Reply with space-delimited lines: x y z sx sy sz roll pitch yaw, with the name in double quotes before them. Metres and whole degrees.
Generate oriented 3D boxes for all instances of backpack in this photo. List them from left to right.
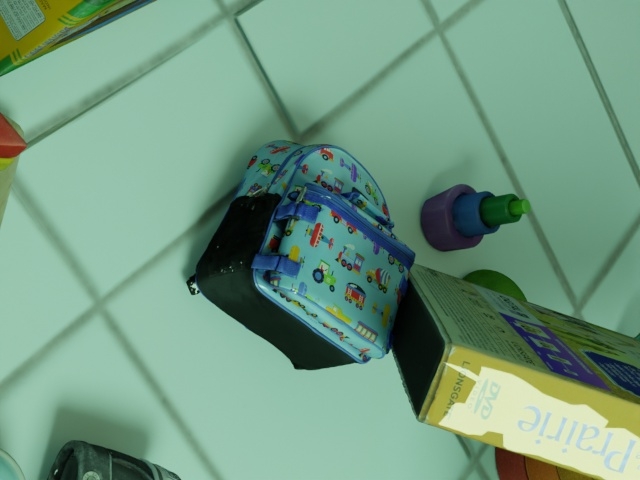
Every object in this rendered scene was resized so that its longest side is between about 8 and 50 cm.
"backpack" 0.000 0.000 0.748 0.158 0.117 0.173 41 55 -31

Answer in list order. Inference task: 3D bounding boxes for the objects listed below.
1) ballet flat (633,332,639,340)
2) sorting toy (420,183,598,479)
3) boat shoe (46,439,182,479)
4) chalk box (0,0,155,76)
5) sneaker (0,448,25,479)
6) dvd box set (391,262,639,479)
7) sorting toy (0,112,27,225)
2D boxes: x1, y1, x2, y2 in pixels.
"ballet flat" 0.363 0.215 1.078 0.241 0.091 0.077 -60 151 -26
"sorting toy" 0.220 0.109 0.922 0.127 0.126 0.365 -31 104 -41
"boat shoe" -0.168 0.271 0.554 0.102 0.108 0.301 33 59 -34
"chalk box" -0.127 -0.266 0.637 0.289 0.179 0.180 -40 108 -40
"sneaker" -0.293 0.168 0.427 0.366 0.150 0.135 -6 87 -43
"dvd box set" 0.262 0.130 0.729 0.421 0.307 0.062 19 98 -5
"sorting toy" -0.273 -0.041 0.465 0.255 0.089 0.257 32 41 -34
